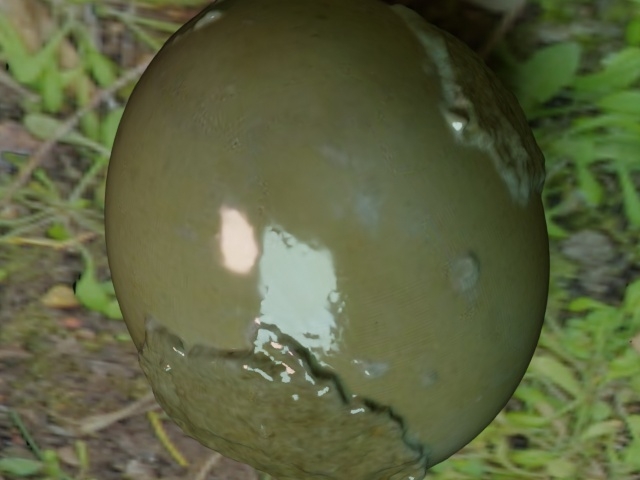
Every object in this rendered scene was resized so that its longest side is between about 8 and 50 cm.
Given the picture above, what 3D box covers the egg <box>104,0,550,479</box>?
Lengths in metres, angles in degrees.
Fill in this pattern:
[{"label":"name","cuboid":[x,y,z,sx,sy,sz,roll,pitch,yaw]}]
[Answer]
[{"label":"egg","cuboid":[0.002,0.002,0.686,0.164,0.164,0.201,-6,131,14]}]
